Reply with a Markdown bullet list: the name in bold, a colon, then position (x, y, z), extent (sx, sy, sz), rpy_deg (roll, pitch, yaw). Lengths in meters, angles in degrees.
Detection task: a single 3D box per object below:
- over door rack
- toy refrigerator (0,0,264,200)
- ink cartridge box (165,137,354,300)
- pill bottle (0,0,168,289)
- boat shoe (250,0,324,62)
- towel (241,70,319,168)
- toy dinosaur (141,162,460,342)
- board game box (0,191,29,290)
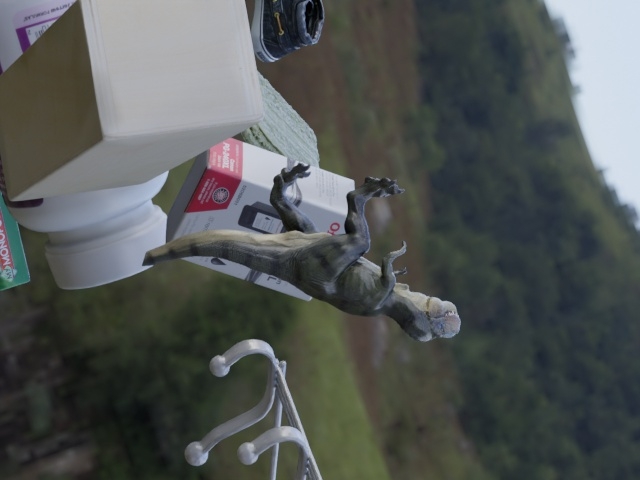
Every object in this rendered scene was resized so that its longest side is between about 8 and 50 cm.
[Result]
- **over door rack**: position (-0.038, 0.282, 1.694), extent (0.239, 0.108, 0.324), rpy_deg (-112, -170, -46)
- **toy refrigerator**: position (-0.132, -0.093, 1.243), extent (0.269, 0.102, 0.094), rpy_deg (163, -82, -69)
- **ink cartridge box**: position (-0.054, -0.021, 1.796), extent (0.063, 0.150, 0.109), rpy_deg (-93, -154, -54)
- **pill bottle**: position (-0.246, -0.113, 1.901), extent (0.169, 0.169, 0.301), rpy_deg (-133, -155, -74)
- **boat shoe**: position (-0.037, -0.313, 2.448), extent (0.065, 0.083, 0.183), rpy_deg (35, 49, -50)
- **towel**: position (-0.045, -0.110, 2.008), extent (0.148, 0.027, 0.110), rpy_deg (43, 28, -41)
- **toy dinosaur**: position (0.000, 0.000, 1.583), extent (0.064, 0.268, 0.118), rpy_deg (129, -23, -75)
- **board game box**: position (-0.416, -0.119, 2.191), extent (0.213, 0.046, 0.317), rpy_deg (26, -50, 57)
